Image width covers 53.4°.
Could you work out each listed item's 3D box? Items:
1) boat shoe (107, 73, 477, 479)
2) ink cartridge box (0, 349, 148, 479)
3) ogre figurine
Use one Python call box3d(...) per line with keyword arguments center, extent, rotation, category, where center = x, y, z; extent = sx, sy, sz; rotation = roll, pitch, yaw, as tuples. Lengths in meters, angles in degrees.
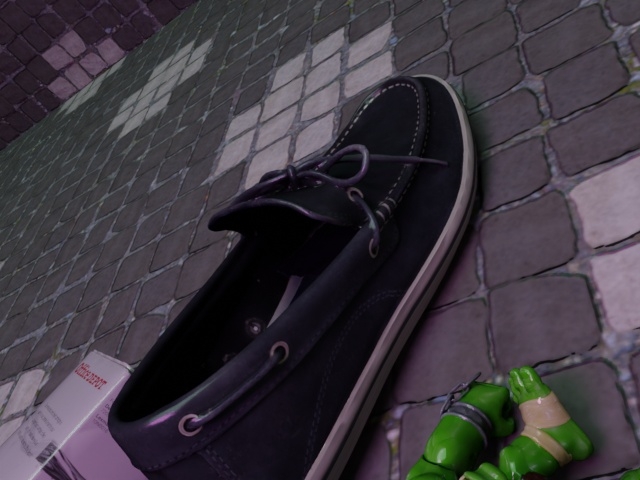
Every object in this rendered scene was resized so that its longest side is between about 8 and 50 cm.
box3d(center=(0.000, 0.000, 0.550), extent=(0.187, 0.156, 0.500), rotation=(-10, 41, 46), category="boat shoe")
box3d(center=(-0.243, 0.219, 0.590), extent=(0.219, 0.092, 0.160), rotation=(-49, 22, -23), category="ink cartridge box")
box3d(center=(0.115, 0.145, 0.334), extent=(0.118, 0.097, 0.197), rotation=(-35, 45, -19), category="ogre figurine")
